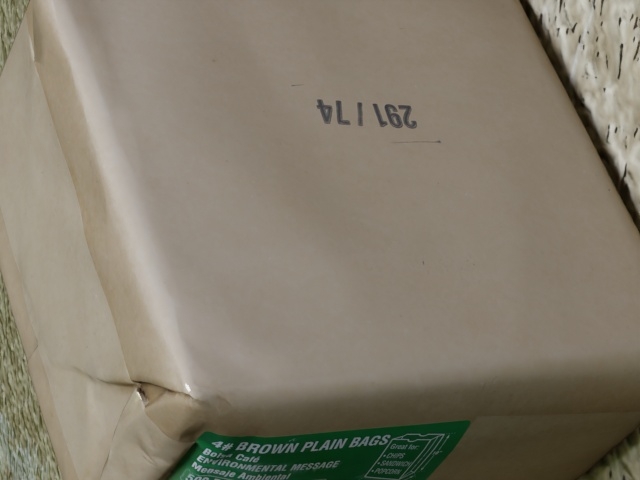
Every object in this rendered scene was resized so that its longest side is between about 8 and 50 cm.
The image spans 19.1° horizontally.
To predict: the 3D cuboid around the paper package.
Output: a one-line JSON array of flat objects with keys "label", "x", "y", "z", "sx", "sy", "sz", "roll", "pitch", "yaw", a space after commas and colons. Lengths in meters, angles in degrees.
[{"label": "paper package", "x": 0.000, "y": 0.000, "z": 1.075, "sx": 0.168, "sy": 0.324, "sz": 0.309, "roll": -58, "pitch": 44, "yaw": 43}]
